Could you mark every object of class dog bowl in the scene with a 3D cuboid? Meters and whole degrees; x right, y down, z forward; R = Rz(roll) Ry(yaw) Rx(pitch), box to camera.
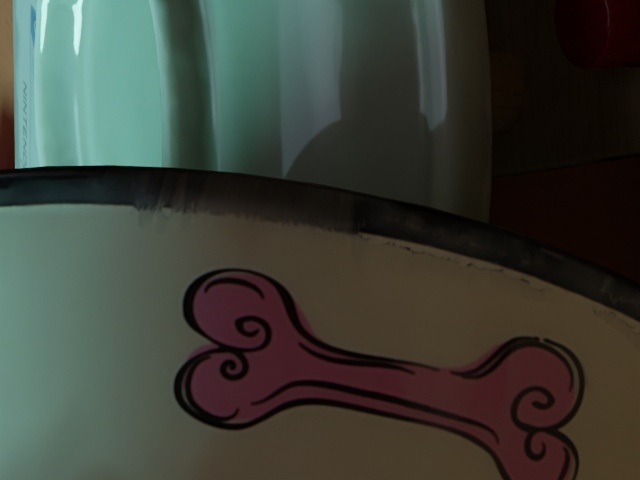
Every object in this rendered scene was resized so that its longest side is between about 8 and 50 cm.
[{"bbox_3d":[-0.024,0.140,0.675,0.408,0.408,0.150,-39,35,54],"label":"dog bowl"}]

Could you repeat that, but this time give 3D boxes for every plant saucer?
[{"bbox_3d":[-0.056,-0.061,0.837,0.400,0.101,0.400,176,90,-67],"label":"plant saucer"}]

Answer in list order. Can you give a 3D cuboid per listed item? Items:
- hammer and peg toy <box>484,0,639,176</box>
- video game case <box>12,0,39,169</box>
[{"bbox_3d":[0.133,-0.106,0.708,0.266,0.127,0.361,-9,86,60],"label":"hammer and peg toy"},{"bbox_3d":[-0.141,0.019,1.227,0.329,0.036,0.300,-128,35,-47],"label":"video game case"}]
